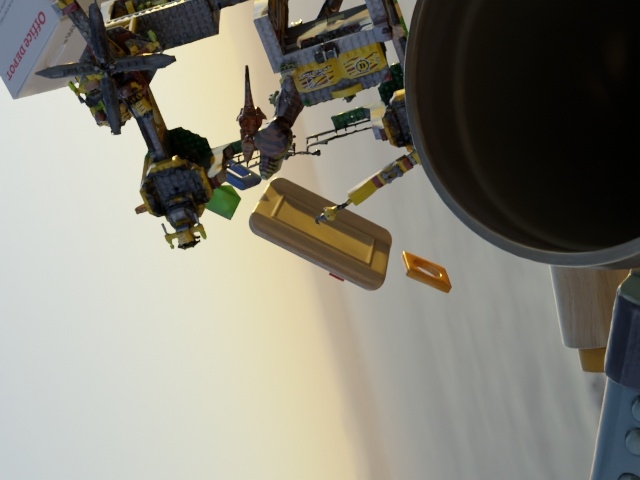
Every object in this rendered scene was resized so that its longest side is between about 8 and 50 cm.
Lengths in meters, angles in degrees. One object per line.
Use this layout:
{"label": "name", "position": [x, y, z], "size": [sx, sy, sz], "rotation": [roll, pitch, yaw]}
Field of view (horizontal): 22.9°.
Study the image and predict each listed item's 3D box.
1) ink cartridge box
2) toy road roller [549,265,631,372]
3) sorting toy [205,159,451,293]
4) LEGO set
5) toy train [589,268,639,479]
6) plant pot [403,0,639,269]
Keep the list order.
{"label": "ink cartridge box", "position": [-0.307, -0.272, 1.642], "size": [0.203, 0.086, 0.148], "rotation": [59, 140, 13]}
{"label": "toy road roller", "position": [0.482, 0.042, 2.073], "size": [0.240, 0.329, 0.202], "rotation": [-3, 100, 52]}
{"label": "sorting toy", "position": [0.000, 0.000, 1.986], "size": [0.047, 0.347, 0.196], "rotation": [-63, 2, 19]}
{"label": "LEGO set", "position": [-0.043, -0.110, 1.266], "size": [0.192, 0.331, 0.255], "rotation": [-92, -8, -59]}
{"label": "toy train", "position": [0.336, 0.150, 1.530], "size": [0.190, 0.142, 0.334], "rotation": [-34, -43, -52]}
{"label": "plant pot", "position": [0.277, -0.123, 1.245], "size": [0.280, 0.323, 0.323], "rotation": [11, -124, -48]}
